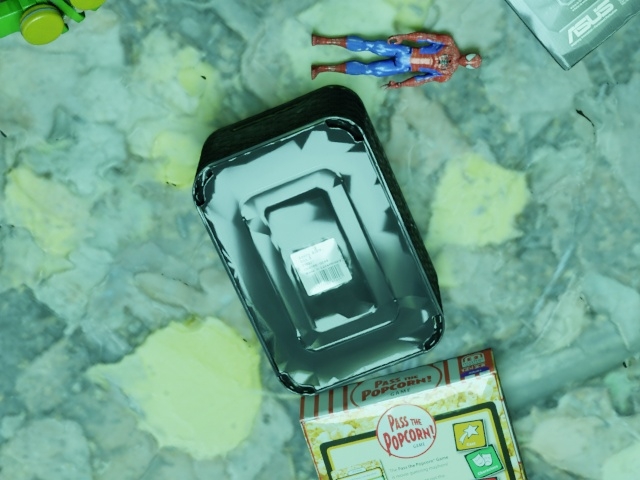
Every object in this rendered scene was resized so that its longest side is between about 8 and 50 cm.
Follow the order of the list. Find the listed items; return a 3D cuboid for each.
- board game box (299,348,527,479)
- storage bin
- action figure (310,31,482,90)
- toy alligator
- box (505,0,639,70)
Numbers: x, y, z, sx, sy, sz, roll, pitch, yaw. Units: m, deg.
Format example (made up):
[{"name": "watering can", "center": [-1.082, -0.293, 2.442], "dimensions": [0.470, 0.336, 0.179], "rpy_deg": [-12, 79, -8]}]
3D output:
[{"name": "board game box", "center": [0.081, 0.189, 1.296], "dimensions": [0.147, 0.045, 0.193], "rpy_deg": [-14, 109, 6]}, {"name": "storage bin", "center": [0.000, 0.000, 1.207], "dimensions": [0.122, 0.084, 0.180], "rpy_deg": [-22, 108, 8]}, {"name": "action figure", "center": [0.051, -0.122, 1.193], "dimensions": [0.115, 0.030, 0.038], "rpy_deg": [0, 105, -2]}, {"name": "toy alligator", "center": [-0.149, -0.179, 1.164], "dimensions": [0.190, 0.056, 0.051], "rpy_deg": [-35, 148, 11]}, {"name": "box", "center": [0.187, -0.250, 1.129], "dimensions": [0.231, 0.056, 0.183], "rpy_deg": [-40, 104, 13]}]
